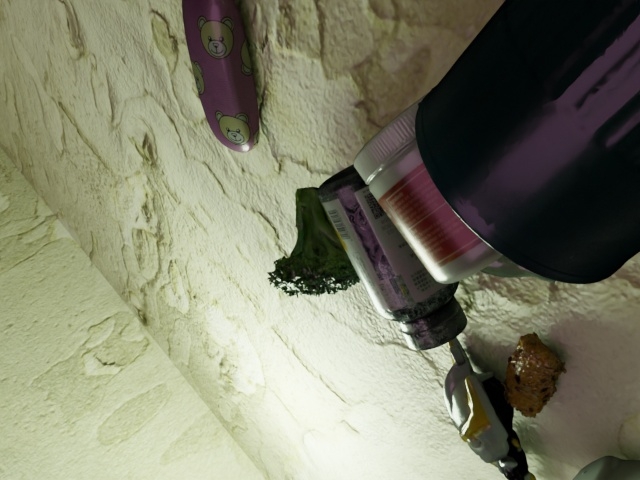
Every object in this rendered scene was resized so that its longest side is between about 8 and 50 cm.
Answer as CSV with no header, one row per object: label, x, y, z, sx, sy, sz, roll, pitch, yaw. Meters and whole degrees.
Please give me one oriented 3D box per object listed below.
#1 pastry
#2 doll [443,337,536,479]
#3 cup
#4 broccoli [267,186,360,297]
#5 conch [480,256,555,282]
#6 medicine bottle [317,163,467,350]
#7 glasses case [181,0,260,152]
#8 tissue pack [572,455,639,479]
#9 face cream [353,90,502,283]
pastry,0.314,0.202,0.978,0.080,0.056,0.140,38,141,27
doll,0.278,0.300,1.072,0.103,0.145,0.316,-21,108,32
cup,0.273,-0.118,0.517,0.308,0.242,0.292,54,137,17
broccoli,0.000,0.000,1.126,0.220,0.194,0.194,-13,112,17
conch,0.244,0.005,0.897,0.180,0.088,0.065,22,179,34
medicine bottle,0.118,0.019,0.994,0.141,0.141,0.293,-12,108,57
glasses case,-0.175,-0.303,1.164,0.123,0.076,0.316,27,139,39
tissue pack,0.443,0.387,0.798,0.236,0.229,0.333,50,148,14
face cream,0.170,-0.075,0.776,0.187,0.201,0.201,54,149,3
